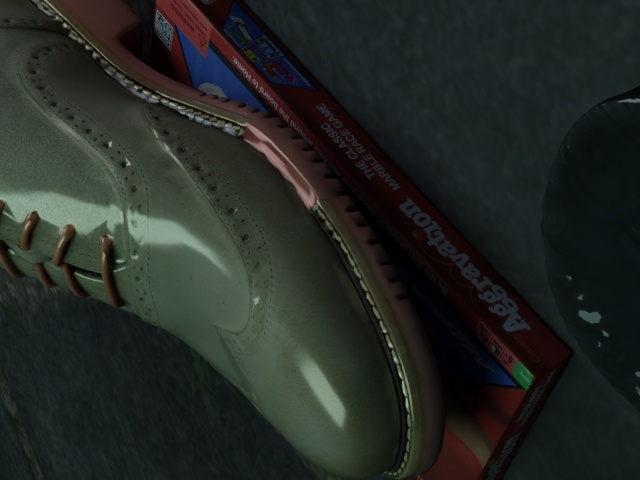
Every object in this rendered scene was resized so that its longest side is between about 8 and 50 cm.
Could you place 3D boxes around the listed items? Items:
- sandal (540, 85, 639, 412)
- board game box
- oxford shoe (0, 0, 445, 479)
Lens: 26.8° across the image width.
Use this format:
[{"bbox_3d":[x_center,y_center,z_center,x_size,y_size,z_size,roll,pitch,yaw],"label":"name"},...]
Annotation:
[{"bbox_3d":[0.209,0.101,0.327,0.446,0.107,0.167,33,140,41],"label":"sandal"},{"bbox_3d":[0.000,0.000,0.667,0.281,0.027,0.145,49,148,25],"label":"board game box"},{"bbox_3d":[-0.103,-0.005,0.648,0.397,0.147,0.140,39,141,36],"label":"oxford shoe"}]
